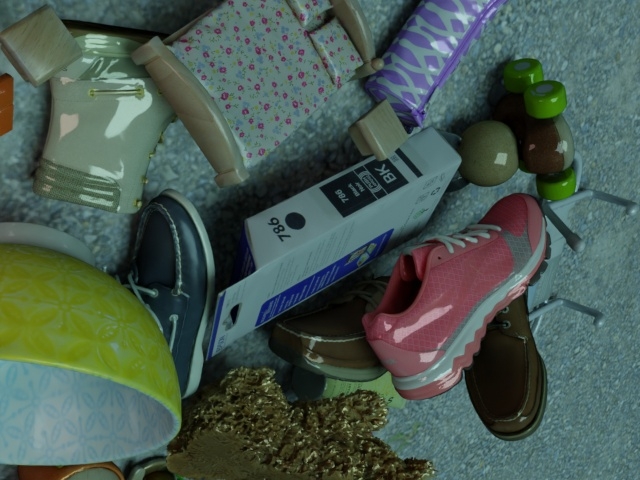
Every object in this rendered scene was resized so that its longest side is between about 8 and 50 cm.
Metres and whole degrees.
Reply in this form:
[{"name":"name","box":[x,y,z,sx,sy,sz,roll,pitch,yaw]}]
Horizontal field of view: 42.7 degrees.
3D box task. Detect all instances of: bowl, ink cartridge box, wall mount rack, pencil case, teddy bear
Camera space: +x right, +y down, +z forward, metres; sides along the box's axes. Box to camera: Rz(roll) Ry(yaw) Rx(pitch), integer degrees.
[{"name":"bowl","box":[-0.259,0.078,0.693,0.289,0.289,0.156,33,47,-45]},{"name":"ink cartridge box","box":[0.000,0.000,0.915,0.332,0.065,0.165,-29,160,-29]},{"name":"wall mount rack","box":[0.364,0.052,1.232,0.304,0.130,0.350,-18,123,-49]},{"name":"pencil case","box":[0.136,-0.228,0.943,0.086,0.088,0.206,35,86,-44]},{"name":"teddy bear","box":[-0.018,0.258,0.974,0.338,0.113,0.245,18,125,-15]}]

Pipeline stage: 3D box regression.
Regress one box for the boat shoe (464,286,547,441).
[{"name":"boat shoe","box":[0.231,0.116,1.109,0.110,0.307,0.104,-18,134,20]}]

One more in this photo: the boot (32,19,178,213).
[{"name":"boot","box":[-0.154,-0.107,0.765,0.213,0.077,0.165,1,110,-36]}]

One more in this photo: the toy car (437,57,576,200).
[{"name":"toy car","box":[0.223,-0.124,1.076,0.188,0.149,0.155,-18,124,1]}]

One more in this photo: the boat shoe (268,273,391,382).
[{"name":"boat shoe","box":[0.067,0.100,1.048,0.324,0.122,0.120,2,105,-50]}]

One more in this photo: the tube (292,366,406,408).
[{"name":"tube","box":[0.063,0.192,1.127,0.070,0.062,0.240,-32,153,32]}]

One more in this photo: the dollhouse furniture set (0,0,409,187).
[{"name":"dollhouse furniture set","box":[-0.064,-0.156,0.643,0.303,0.173,0.356,-45,112,-30]}]

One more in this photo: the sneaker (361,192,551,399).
[{"name":"sneaker","box":[0.165,0.035,0.975,0.136,0.116,0.314,49,64,-21]}]

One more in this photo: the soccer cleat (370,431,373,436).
[{"name":"soccer cleat","box":[-0.044,0.379,1.111,0.116,0.143,0.331,34,67,-5]}]

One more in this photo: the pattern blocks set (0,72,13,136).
[{"name":"pattern blocks set","box":[-0.358,-0.148,0.600,0.325,0.026,0.285,-52,135,-7]}]

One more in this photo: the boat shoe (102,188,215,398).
[{"name":"boat shoe","box":[-0.169,0.069,0.835,0.079,0.095,0.255,-21,136,-40]}]

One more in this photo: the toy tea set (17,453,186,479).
[{"name":"toy tea set","box":[-0.227,0.336,0.900,0.336,0.124,0.200,35,88,-45]}]
